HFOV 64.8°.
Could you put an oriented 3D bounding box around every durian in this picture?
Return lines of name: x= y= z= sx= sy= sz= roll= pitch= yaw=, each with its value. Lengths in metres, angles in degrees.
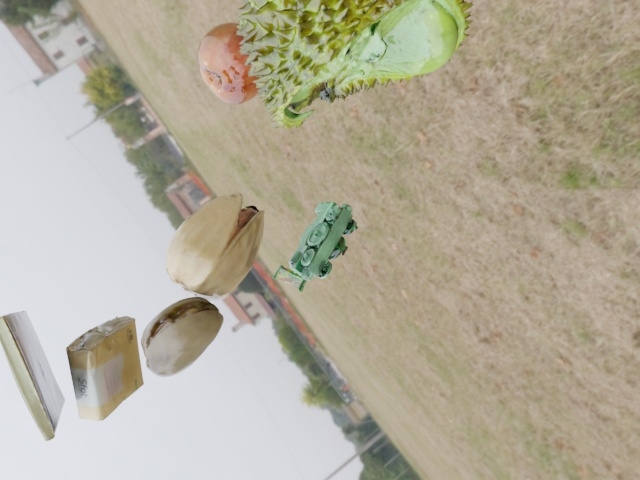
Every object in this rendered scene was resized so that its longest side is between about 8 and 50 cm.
durian: x=0.022 y=-0.228 z=0.517 sx=0.177 sy=0.236 sz=0.200 roll=59 pitch=180 yaw=24

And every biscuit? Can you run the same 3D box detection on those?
biscuit: x=-0.080 y=0.100 z=1.344 sx=0.089 sy=0.046 sz=0.016 roll=26 pitch=-171 yaw=-2

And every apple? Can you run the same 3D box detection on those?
apple: x=-0.237 y=-0.473 z=1.359 sx=0.209 sy=0.164 sz=0.209 roll=30 pitch=156 yaw=15

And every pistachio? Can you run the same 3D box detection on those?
pistachio: x=-0.231 y=0.160 z=0.841 sx=0.113 sy=0.149 sz=0.113 roll=55 pitch=170 yaw=14
pistachio: x=-0.185 y=0.006 z=0.922 sx=0.157 sy=0.230 sz=0.157 roll=17 pitch=140 yaw=15

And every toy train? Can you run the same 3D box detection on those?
toy train: x=0.000 y=0.000 z=1.024 sx=0.071 sy=0.178 sz=0.104 roll=41 pitch=161 yaw=-31

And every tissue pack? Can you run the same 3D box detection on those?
tissue pack: x=-0.554 y=0.328 z=1.312 sx=0.186 sy=0.090 sz=0.223 roll=-40 pitch=-44 yaw=-63

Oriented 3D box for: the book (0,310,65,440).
book: x=-0.657 y=0.290 z=1.158 sx=0.389 sy=0.032 sz=0.269 roll=-11 pitch=101 yaw=65
